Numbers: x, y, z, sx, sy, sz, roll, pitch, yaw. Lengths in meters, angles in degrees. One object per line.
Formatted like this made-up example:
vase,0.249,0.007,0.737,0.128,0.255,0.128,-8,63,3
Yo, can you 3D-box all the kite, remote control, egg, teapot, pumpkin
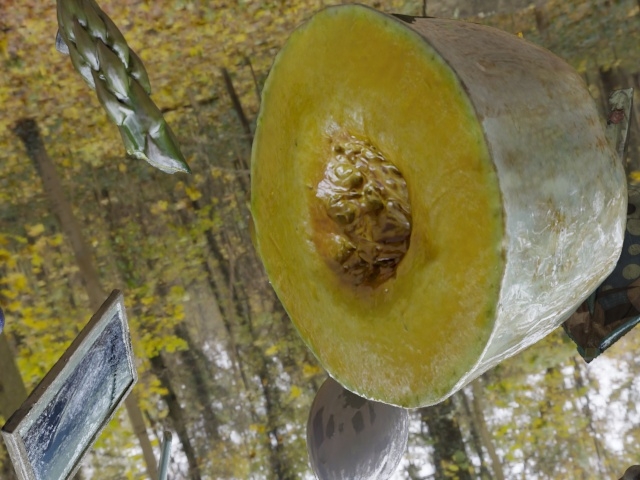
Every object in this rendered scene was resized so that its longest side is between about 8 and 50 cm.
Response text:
kite,0.335,-0.032,0.806,0.405,0.369,0.014,-2,152,38
remote control,-0.299,0.429,1.295,0.017,0.125,0.053,9,179,-16
egg,0.062,0.329,1.162,0.176,0.232,0.176,7,152,4
teapot,-0.379,-0.327,1.071,0.057,0.066,0.088,21,146,-14
pumpkin,0.094,-0.034,0.607,0.199,0.333,0.332,-14,-177,-35

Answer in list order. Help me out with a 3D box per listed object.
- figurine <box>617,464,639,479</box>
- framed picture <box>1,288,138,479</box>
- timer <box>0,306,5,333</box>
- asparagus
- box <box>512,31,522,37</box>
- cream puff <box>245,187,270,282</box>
figurine,0.471,0.403,0.813,0.206,0.166,0.387,19,-167,0
framed picture,-0.420,0.281,1.193,0.022,0.247,0.335,12,-143,11
timer,-0.623,0.016,0.876,0.270,0.384,0.270,-33,173,-5
asparagus,-0.248,-0.190,0.839,0.080,0.287,0.080,-18,-153,9
box,0.338,-0.325,1.336,0.033,0.129,0.247,-17,-169,-17
cream puff,0.031,-0.061,1.075,0.378,0.275,0.378,-47,176,-4
